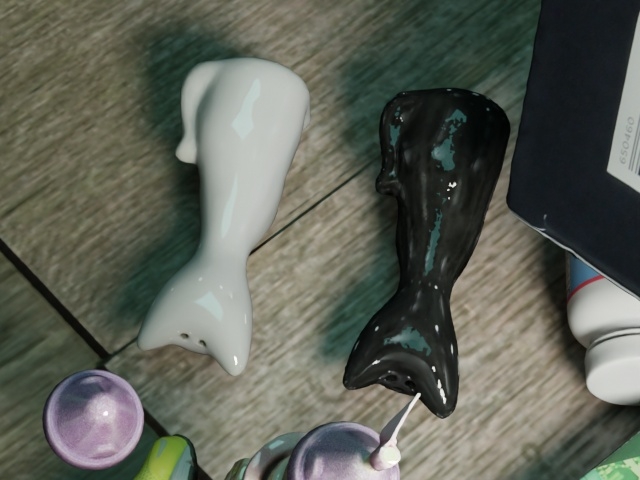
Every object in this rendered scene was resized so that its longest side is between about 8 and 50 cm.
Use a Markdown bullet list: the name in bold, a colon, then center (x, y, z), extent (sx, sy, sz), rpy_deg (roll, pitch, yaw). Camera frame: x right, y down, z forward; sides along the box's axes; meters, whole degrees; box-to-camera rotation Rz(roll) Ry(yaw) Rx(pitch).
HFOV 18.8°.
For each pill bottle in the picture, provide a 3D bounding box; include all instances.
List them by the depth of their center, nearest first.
- **pill bottle**: center (0.197, 0.018, 1.213), extent (0.087, 0.087, 0.160), rpy_deg (3, 59, -1)

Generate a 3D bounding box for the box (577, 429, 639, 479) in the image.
- **box**: center (0.304, 0.172, 1.144), extent (0.322, 0.058, 0.232), rpy_deg (-35, 67, -22)

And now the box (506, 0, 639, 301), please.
- **box**: center (0.356, -0.073, 1.084), extent (0.395, 0.212, 0.293), rpy_deg (-10, 32, -31)

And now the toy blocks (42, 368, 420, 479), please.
- **toy blocks**: center (-0.065, 0.207, 0.924), extent (0.309, 0.260, 0.288), rpy_deg (29, 73, -5)

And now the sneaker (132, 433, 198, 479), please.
- **sneaker**: center (-0.139, 0.192, 1.098), extent (0.094, 0.081, 0.208), rpy_deg (23, 61, 13)

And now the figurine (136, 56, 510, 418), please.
- **figurine**: center (0.000, 0.000, 1.221), extent (0.215, 0.092, 0.209), rpy_deg (9, 63, 4)
